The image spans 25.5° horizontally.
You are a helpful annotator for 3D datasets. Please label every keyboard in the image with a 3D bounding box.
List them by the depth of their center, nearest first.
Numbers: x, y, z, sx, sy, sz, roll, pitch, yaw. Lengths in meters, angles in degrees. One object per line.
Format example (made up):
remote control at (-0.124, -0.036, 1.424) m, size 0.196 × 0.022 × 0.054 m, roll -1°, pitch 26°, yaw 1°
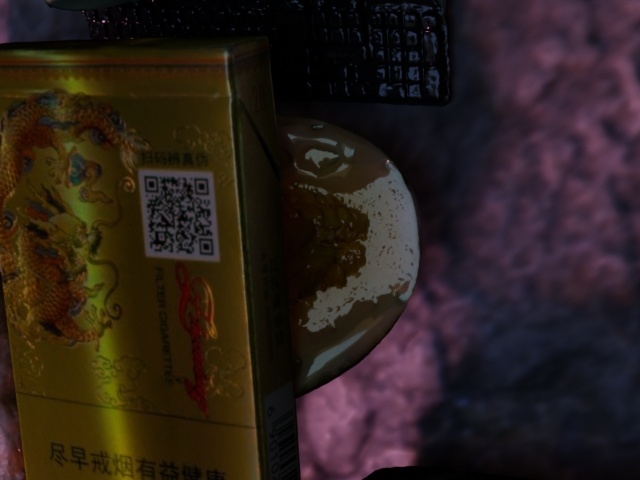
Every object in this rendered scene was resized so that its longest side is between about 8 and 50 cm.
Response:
keyboard at (-0.037, -0.113, 0.800) m, size 0.231 × 0.023 × 0.072 m, roll 6°, pitch 109°, yaw 25°

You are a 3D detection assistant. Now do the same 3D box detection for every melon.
melon at (0.000, 0.000, 0.789) m, size 0.128 × 0.079 × 0.160 m, roll -13°, pitch 94°, yaw 16°

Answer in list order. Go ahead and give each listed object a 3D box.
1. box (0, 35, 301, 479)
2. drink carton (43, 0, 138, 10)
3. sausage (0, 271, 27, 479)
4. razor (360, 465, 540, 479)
box at (-0.097, 0.046, 0.777) m, size 0.173 × 0.043 × 0.311 m, roll 3°, pitch 105°, yaw 30°
drink carton at (-0.106, -0.217, 0.735) m, size 0.144 × 0.146 × 0.142 m, roll -21°, pitch 82°, yaw 2°
sausage at (-0.186, 0.151, 0.905) m, size 0.109 × 0.109 × 0.270 m, roll 4°, pitch 103°, yaw 25°
razor at (0.163, 0.223, 0.746) m, size 0.349 × 0.113 × 0.204 m, roll -1°, pitch 101°, yaw 27°
